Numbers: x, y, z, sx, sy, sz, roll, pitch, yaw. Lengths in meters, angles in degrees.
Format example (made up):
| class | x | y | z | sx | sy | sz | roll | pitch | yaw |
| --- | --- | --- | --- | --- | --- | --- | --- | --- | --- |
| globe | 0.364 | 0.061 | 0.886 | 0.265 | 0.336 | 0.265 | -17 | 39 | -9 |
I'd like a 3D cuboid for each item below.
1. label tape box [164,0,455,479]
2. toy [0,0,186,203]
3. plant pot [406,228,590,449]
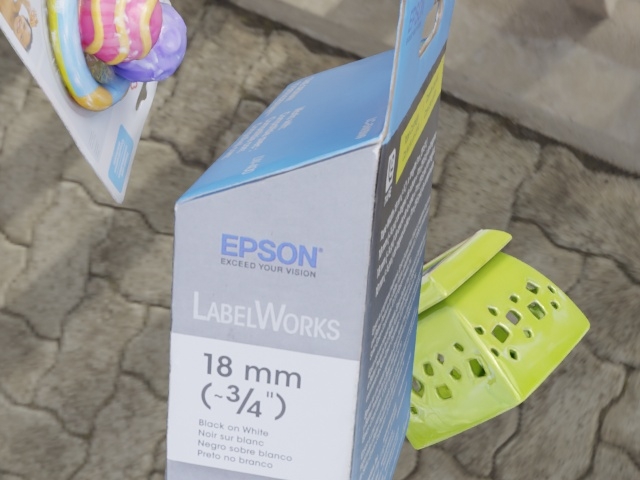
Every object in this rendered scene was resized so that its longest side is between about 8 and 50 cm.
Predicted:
| class | x | y | z | sx | sy | sz | roll | pitch | yaw |
| --- | --- | --- | --- | --- | --- | --- | --- | --- | --- |
| label tape box | 0.000 | 0.000 | 0.729 | 0.105 | 0.240 | 0.334 | 8 | 111 | 10 |
| toy | -0.104 | -0.130 | 0.656 | 0.056 | 0.237 | 0.137 | 4 | 65 | 17 |
| plant pot | 0.201 | 0.126 | 1.842 | 0.227 | 0.228 | 0.207 | -35 | 90 | 45 |
